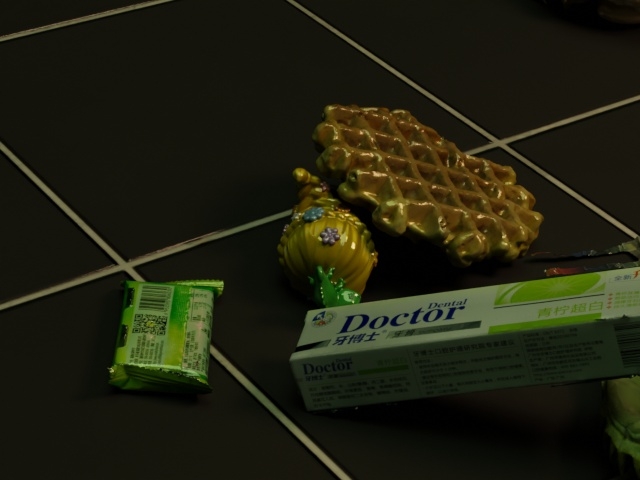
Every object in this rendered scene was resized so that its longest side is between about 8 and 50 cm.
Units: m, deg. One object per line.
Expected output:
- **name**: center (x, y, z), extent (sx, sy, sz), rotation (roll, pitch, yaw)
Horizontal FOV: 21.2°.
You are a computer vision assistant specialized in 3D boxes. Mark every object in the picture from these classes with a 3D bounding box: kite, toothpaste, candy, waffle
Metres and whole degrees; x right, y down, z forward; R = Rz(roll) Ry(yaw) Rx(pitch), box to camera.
- **kite**: center (0.344, 0.022, 1.788), extent (0.245, 0.015, 0.141), rotation (-6, 33, -18)
- **toothpaste**: center (0.142, 0.089, 1.517), extent (0.336, 0.067, 0.081), rotation (-8, 29, 19)
- **candy**: center (-0.145, 0.086, 1.614), extent (0.102, 0.032, 0.178), rotation (6, 32, -4)
- **waffle**: center (0.107, -0.064, 1.771), extent (0.253, 0.056, 0.249), rotation (41, 29, 20)

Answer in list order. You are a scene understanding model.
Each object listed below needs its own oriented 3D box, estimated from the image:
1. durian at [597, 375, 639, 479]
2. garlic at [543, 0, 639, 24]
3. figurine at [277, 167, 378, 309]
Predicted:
- **durian**: center (0.334, 0.102, 1.502), extent (0.163, 0.198, 0.394), rotation (4, 31, 2)
- **garlic**: center (0.376, -0.388, 2.262), extent (0.203, 0.184, 0.281), rotation (-40, 53, -22)
- **figurine**: center (0.000, 0.000, 1.689), extent (0.095, 0.115, 0.156), rotation (-20, 34, 19)
